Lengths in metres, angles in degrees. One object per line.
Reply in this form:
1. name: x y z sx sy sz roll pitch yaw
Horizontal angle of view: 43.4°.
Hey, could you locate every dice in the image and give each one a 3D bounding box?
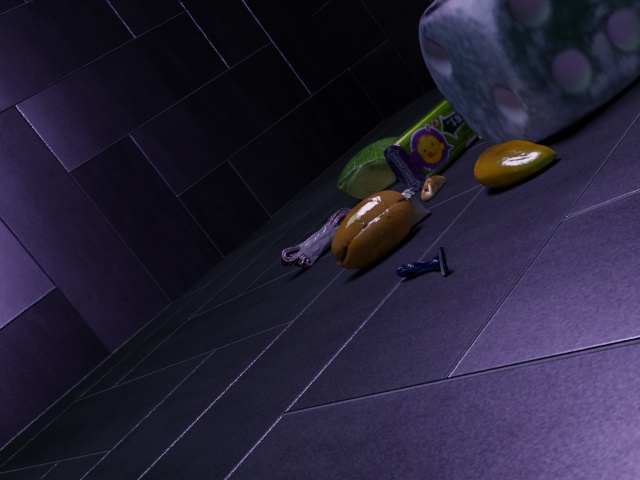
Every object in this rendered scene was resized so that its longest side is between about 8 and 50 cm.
1. dice: 0.415 -0.405 1.581 0.328 0.348 0.330 -37 10 -12

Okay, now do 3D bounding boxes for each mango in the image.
1. mango: 0.338 -0.137 1.421 0.101 0.066 0.187 -41 18 -22

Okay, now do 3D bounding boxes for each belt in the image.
1. belt: 0.000 0.000 2.027 0.232 0.071 0.053 -37 1 -23

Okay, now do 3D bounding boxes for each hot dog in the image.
1. hot dog: 0.247 -0.122 1.783 0.030 0.034 0.090 -28 12 44

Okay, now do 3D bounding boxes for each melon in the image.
1. melon: 0.175 -0.235 2.384 0.196 0.124 0.323 -24 15 26

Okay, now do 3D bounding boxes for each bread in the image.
1. bread: 0.100 -0.021 1.568 0.189 0.114 0.077 -42 -6 -3

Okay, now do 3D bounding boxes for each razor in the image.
1. razor: 0.165 0.042 1.269 0.028 0.044 0.154 -8 -6 -23

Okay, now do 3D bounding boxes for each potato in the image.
1. potato: 0.176 -0.063 1.667 0.086 0.061 0.122 -37 7 2

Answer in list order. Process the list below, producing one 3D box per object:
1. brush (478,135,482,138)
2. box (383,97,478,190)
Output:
1. brush: 0.419 -0.271 1.944 0.083 0.018 0.021 -34 -1 14
2. box: 0.310 -0.271 2.001 0.345 0.134 0.097 -43 8 -30
